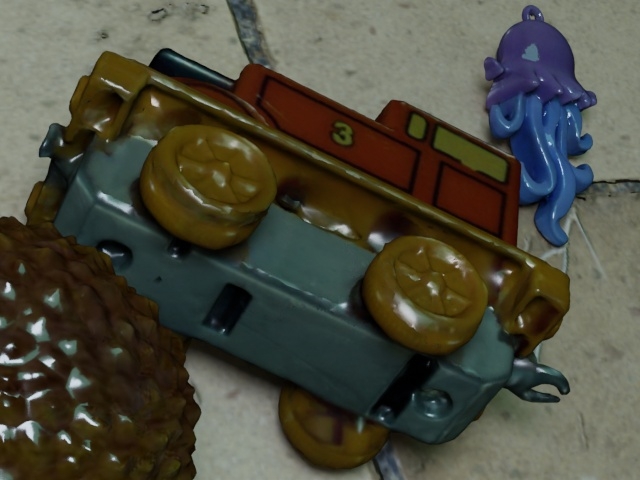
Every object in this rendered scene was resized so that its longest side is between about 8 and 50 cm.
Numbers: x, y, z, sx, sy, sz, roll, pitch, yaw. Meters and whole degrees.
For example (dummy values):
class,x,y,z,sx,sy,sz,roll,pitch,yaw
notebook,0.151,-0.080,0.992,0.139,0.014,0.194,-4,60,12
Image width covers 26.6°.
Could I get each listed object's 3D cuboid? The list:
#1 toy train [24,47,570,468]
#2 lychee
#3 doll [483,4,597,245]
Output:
class,x,y,z,sx,sy,sz,roll,pitch,yaw
toy train,0.000,0.000,0.873,0.369,0.163,0.231,26,40,-9
lychee,-0.177,0.085,0.718,0.238,0.200,0.200,26,52,2
doll,0.175,-0.095,1.076,0.110,0.067,0.206,14,66,-35
